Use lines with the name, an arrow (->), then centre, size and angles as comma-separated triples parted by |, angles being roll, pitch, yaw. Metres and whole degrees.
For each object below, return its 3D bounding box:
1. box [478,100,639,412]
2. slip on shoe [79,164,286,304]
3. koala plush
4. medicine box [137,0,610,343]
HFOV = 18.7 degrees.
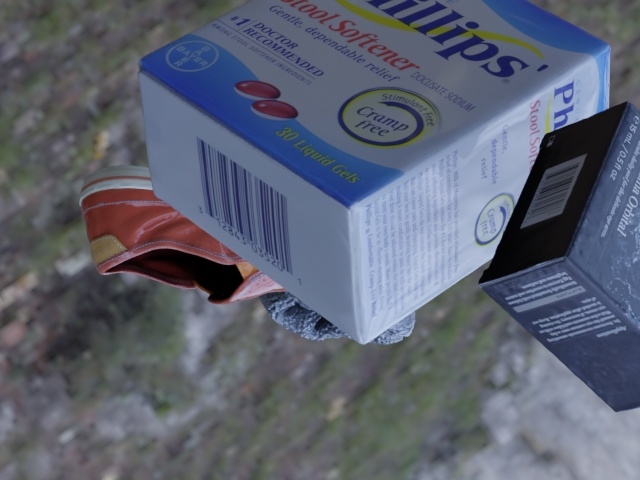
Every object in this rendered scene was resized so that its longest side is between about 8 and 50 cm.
box -> 0.220, 0.013, 1.413 | 0.093, 0.158, 0.156 | -21, -146, 49
slip on shoe -> -0.074, 0.016, 1.824 | 0.331, 0.101, 0.123 | 14, 155, -30
koala plush -> 0.000, 0.000, 2.320 | 0.203, 0.196, 0.221 | -4, 148, 12
medicine box -> 0.045, -0.096, 1.586 | 0.289, 0.263, 0.149 | -33, 139, -29
